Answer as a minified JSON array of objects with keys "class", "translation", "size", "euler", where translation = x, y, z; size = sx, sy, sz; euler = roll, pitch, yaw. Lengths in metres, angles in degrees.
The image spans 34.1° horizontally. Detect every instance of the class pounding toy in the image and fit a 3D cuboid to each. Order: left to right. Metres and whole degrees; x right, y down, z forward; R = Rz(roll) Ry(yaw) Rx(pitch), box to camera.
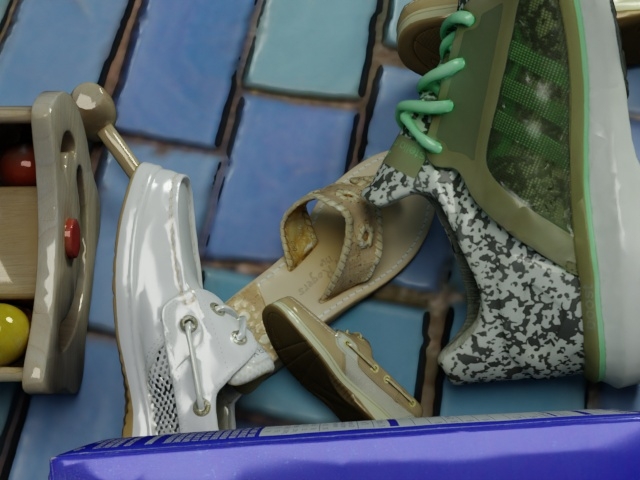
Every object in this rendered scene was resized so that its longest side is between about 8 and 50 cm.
[{"class":"pounding toy","translation":[-0.175,-0.018,0.727],"size":[0.155,0.154,0.269],"euler":[0,63,1]}]

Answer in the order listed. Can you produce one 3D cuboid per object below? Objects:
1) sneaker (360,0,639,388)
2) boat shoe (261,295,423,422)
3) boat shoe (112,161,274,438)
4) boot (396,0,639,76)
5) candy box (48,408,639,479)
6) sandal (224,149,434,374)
[{"class":"sneaker","translation":[0.108,-0.082,0.705],"size":[0.182,0.158,0.410],"euler":[-14,85,4]},{"class":"boat shoe","translation":[0.016,0.087,0.717],"size":[0.135,0.050,0.045],"euler":[49,56,-5]},{"class":"boat shoe","translation":[-0.077,0.082,0.683],"size":[0.096,0.098,0.277],"euler":[-6,81,7]},{"class":"boot","translation":[0.174,-0.238,0.868],"size":[0.262,0.095,0.203],"euler":[-9,63,-6]},{"class":"candy box","translation":[0.030,0.232,0.562],"size":[0.317,0.122,0.268],"euler":[-3,85,1]},{"class":"sandal","translation":[0.005,0.004,0.753],"size":[0.088,0.079,0.240],"euler":[38,69,19]}]
